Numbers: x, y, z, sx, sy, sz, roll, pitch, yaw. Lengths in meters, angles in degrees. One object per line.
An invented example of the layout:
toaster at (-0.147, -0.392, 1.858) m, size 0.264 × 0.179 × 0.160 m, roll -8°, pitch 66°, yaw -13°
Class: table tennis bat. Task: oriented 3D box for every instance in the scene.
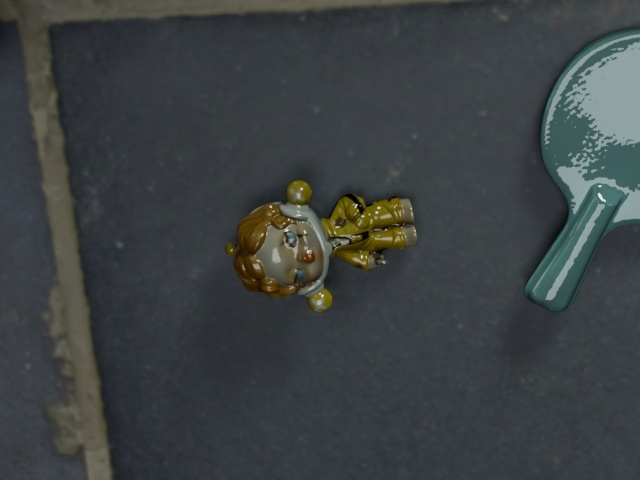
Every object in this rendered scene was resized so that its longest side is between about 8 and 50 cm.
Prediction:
table tennis bat at (0.224, -0.049, 1.090) m, size 0.149 × 0.038 × 0.237 m, roll 23°, pitch 108°, yaw -6°

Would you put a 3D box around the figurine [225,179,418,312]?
figurine at (0.000, -0.005, 1.116) m, size 0.143 × 0.068 × 0.101 m, roll -34°, pitch 109°, yaw 5°
